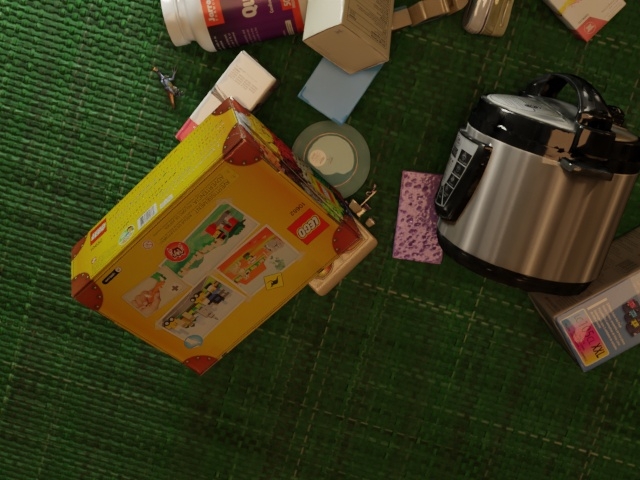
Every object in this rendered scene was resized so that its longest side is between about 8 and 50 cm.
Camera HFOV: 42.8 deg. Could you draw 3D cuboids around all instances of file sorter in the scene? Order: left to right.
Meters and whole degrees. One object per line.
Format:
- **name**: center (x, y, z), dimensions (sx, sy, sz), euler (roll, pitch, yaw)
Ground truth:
- **file sorter**: center (0.047, -0.362, 1.832), dimensions (0.118, 0.104, 0.170), euler (34, 99, -4)

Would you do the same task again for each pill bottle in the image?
- **pill bottle**: center (-0.173, -0.518, 1.776), dimensions (0.323, 0.181, 0.181), euler (-12, 98, 4)

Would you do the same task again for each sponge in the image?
- **sponge**: center (0.238, -0.055, 1.912), dimensions (0.117, 0.031, 0.210), euler (6, 100, 1)

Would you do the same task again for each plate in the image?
- **plate**: center (0.023, -0.185, 1.888), dimensions (0.188, 0.024, 0.188), euler (0, 91, -1)

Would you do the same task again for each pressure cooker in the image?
- **pressure cooker**: center (0.461, -0.139, 1.704), dimensions (0.370, 0.376, 0.420), euler (30, 115, 34)

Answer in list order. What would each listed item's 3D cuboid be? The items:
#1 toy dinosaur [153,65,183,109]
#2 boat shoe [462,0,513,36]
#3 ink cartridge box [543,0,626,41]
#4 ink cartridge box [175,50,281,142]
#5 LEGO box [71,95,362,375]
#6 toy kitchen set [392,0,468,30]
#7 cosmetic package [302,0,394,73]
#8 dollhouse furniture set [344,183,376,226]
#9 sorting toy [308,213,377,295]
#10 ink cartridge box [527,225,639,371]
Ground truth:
- **toy dinosaur**: center (-0.359, -0.360, 1.882), dimensions (0.082, 0.047, 0.090), euler (34, 110, 15)
- **boat shoe**: center (0.400, -0.599, 1.794), dimensions (0.094, 0.109, 0.302), euler (12, 109, -14)
- **ink cartridge box**: center (0.553, -0.548, 1.786), dimensions (0.198, 0.067, 0.115), euler (42, 103, -13)
- **ink cartridge box**: center (-0.200, -0.296, 1.817), dimensions (0.100, 0.172, 0.237), euler (39, 98, -6)
- **LEGO box**: center (-0.228, 0.005, 1.759), dimensions (0.500, 0.193, 0.372), euler (-41, 126, 13)
- **toy kitchen set**: center (0.201, -0.561, 1.808), dimensions (0.207, 0.122, 0.166), euler (-20, 98, -15)
- **cosmetic package**: center (0.069, -0.528, 1.704), dimensions (0.113, 0.160, 0.309), euler (-11, 63, 42)
- **dollhouse furniture set**: center (0.114, -0.085, 1.871), dimensions (0.081, 0.114, 0.091), euler (-44, 93, 3)
- **sorting toy**: center (0.000, 0.000, 1.925), dimensions (0.193, 0.038, 0.208), euler (-44, 95, 8)
- **ink cartridge box**: center (0.686, 0.099, 1.799), dimensions (0.395, 0.270, 0.151), euler (-32, 98, 7)
